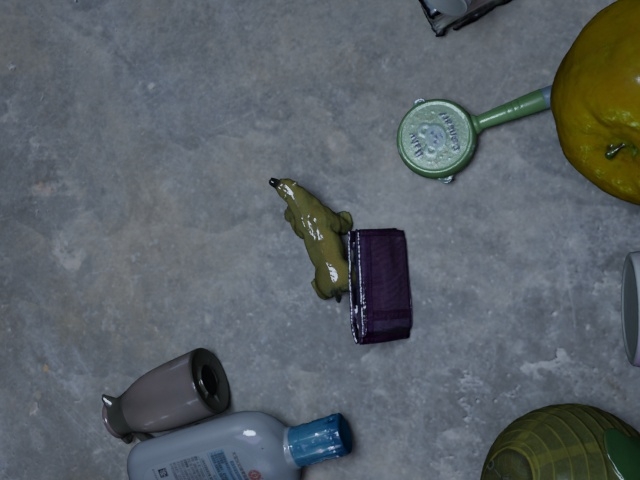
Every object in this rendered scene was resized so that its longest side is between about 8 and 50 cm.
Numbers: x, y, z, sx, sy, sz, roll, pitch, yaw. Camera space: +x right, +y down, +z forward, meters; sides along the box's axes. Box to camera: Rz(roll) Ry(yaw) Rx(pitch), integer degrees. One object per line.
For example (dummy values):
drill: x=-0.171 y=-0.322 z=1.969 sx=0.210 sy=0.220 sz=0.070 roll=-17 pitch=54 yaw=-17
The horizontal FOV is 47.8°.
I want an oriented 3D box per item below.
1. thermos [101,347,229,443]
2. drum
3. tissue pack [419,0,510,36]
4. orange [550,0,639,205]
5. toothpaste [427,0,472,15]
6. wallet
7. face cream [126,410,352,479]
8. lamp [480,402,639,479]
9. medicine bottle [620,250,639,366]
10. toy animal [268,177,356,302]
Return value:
thermos: x=-0.243 y=0.264 z=1.133 sx=0.193 sy=0.105 sz=0.137 roll=-25 pitch=114 yaw=15
drum: x=0.225 y=-0.187 z=1.045 sx=0.253 sy=0.049 sz=0.130 roll=-35 pitch=80 yaw=11
tissue pack: x=0.197 y=-0.514 z=1.034 sx=0.259 sy=0.122 sz=0.361 roll=-28 pitch=79 yaw=10
orange: x=0.428 y=-0.174 z=0.887 sx=0.279 sy=0.279 sz=0.235 roll=42 pitch=70 yaw=13
toothpaste: x=0.218 y=-0.421 z=0.942 sx=0.096 sy=0.061 sz=0.266 roll=24 pitch=83 yaw=13
wallet: x=0.090 y=0.064 z=1.046 sx=0.030 sy=0.111 sz=0.166 roll=-5 pitch=87 yaw=51
face cream: x=-0.117 y=0.333 z=1.085 sx=0.337 sy=0.080 sz=0.163 roll=-20 pitch=108 yaw=14
lamp: x=0.338 y=0.337 z=0.913 sx=0.284 sy=0.250 sz=0.250 roll=19 pitch=94 yaw=-25
medicine bottle: x=0.529 y=0.086 z=0.897 sx=0.273 sy=0.165 sz=0.165 roll=1 pitch=88 yaw=15
toy animal: x=0.000 y=0.000 z=1.071 sx=0.103 sy=0.101 sz=0.218 roll=-24 pitch=82 yaw=14
